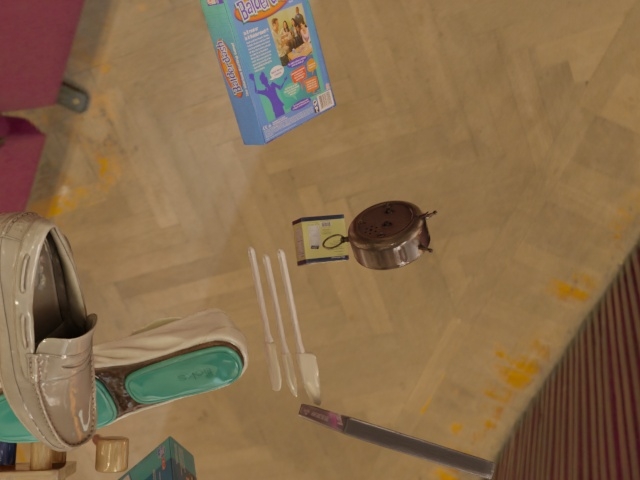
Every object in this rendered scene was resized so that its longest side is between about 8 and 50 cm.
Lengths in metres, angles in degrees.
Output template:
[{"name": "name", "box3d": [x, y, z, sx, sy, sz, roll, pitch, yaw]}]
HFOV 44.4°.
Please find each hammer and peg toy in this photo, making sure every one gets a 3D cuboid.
[{"name": "hammer and peg toy", "box3d": [-0.536, 0.428, 1.441, 0.361, 0.266, 0.127, 1, 78, -11]}]

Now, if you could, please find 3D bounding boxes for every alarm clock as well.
[{"name": "alarm clock", "box3d": [0.092, -0.010, 1.284, 0.192, 0.129, 0.064, -10, 125, 19]}]

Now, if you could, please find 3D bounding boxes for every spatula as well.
[{"name": "spatula", "box3d": [-0.059, 0.127, 1.209, 0.168, 0.019, 0.242, 0, 101, 64]}]

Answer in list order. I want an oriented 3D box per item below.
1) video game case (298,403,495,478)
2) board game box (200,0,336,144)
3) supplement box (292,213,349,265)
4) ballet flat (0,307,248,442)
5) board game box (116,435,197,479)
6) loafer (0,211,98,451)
[{"name": "video game case", "box3d": [0.089, 0.267, 1.064, 0.196, 0.274, 0.026, 19, 79, -10]}, {"name": "board game box", "box3d": [-0.067, -0.257, 1.075, 0.047, 0.160, 0.210, 6, 120, 42]}, {"name": "supplement box", "box3d": [0.000, 0.000, 1.406, 0.083, 0.056, 0.083, -5, 86, -19]}, {"name": "ballet flat", "box3d": [-0.303, 0.193, 1.161, 0.400, 0.139, 0.139, -15, 108, -2]}, {"name": "board game box", "box3d": [-0.377, 0.565, 1.476, 0.336, 0.254, 0.079, -40, 114, 3]}, {"name": "loafer", "box3d": [-0.323, 0.119, 0.941, 0.112, 0.112, 0.319, 3, 116, 28]}]
